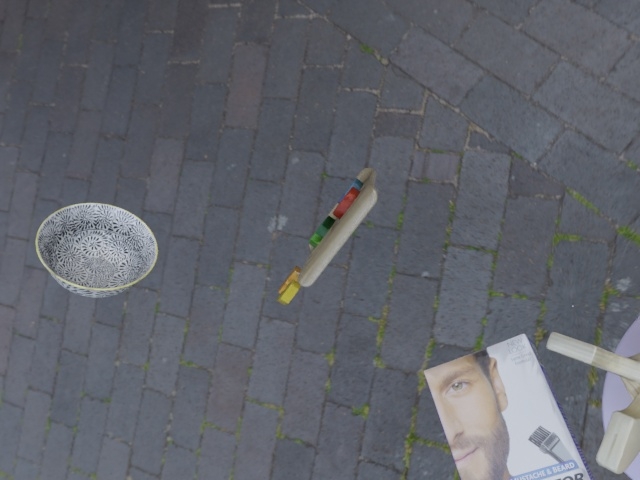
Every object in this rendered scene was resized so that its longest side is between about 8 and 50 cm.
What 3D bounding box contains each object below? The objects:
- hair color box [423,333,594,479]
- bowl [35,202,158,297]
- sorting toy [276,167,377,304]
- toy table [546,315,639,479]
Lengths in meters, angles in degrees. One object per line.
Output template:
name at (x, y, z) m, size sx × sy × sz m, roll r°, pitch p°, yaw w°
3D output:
hair color box at (0.313, 0.342, 0.874) m, size 0.185 × 0.110 × 0.339 m, roll -26°, pitch 60°, yaw 18°
bowl at (-0.345, 0.030, 0.846) m, size 0.170 × 0.170 × 0.080 m, roll 51°, pitch 134°, yaw 21°
sorting toy at (0.000, 0.000, 1.026) m, size 0.041 × 0.229 × 0.307 m, roll 35°, pitch 105°, yaw -7°
toy table at (0.450, 0.190, 0.728) m, size 0.252 × 0.161 × 0.274 m, roll 0°, pitch 73°, yaw 49°
